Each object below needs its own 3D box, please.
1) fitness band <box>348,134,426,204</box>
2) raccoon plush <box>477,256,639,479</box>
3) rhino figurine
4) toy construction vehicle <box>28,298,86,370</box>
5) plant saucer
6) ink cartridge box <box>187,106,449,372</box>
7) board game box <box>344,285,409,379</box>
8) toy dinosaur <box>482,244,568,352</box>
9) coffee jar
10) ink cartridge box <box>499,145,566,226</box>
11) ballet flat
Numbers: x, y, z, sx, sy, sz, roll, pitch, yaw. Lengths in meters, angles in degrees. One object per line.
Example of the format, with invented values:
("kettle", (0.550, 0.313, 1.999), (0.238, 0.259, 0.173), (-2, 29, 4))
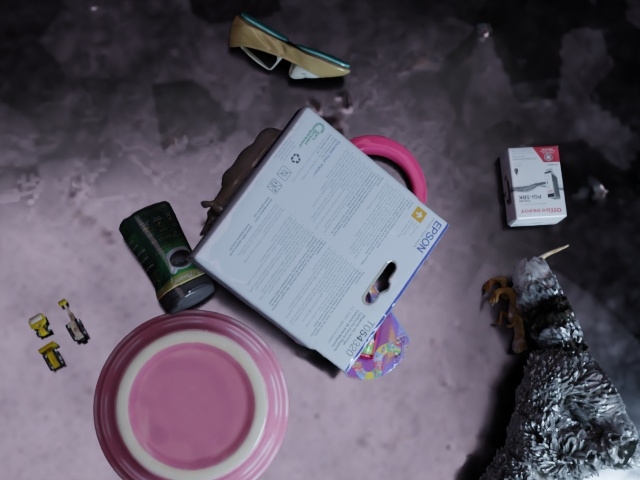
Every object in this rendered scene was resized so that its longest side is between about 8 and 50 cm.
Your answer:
("fitness band", (0.065, -0.055, 1.866), (0.209, 0.054, 0.291), (40, 76, 5))
("raccoon plush", (0.333, 0.289, 1.781), (0.299, 0.216, 0.446), (-23, 66, -1))
("rhino figurine", (-0.135, -0.102, 1.821), (0.073, 0.106, 0.243), (39, 77, 3))
("toy construction vehicle", (-0.444, 0.160, 1.776), (0.086, 0.035, 0.098), (-34, 81, -1))
("plant saucer", (-0.215, 0.277, 1.749), (0.332, 0.084, 0.332), (1, 79, -7))
("ink cartridge box", (0.000, 0.000, 1.773), (0.330, 0.071, 0.324), (39, 78, -12))
("board game box", (0.075, 0.159, 1.831), (0.133, 0.033, 0.169), (-32, 83, -12))
("toy dinosaur", (0.355, 0.093, 1.870), (0.112, 0.064, 0.211), (17, 87, -17))
("coffee jar", (-0.262, 0.031, 1.789), (0.096, 0.079, 0.184), (-24, 81, -37))
("ink cartridge box", (0.388, -0.099, 1.905), (0.099, 0.056, 0.135), (-4, 79, -8))
("ballet flat", (-0.060, -0.337, 1.906), (0.232, 0.080, 0.073), (26, 105, 2))
